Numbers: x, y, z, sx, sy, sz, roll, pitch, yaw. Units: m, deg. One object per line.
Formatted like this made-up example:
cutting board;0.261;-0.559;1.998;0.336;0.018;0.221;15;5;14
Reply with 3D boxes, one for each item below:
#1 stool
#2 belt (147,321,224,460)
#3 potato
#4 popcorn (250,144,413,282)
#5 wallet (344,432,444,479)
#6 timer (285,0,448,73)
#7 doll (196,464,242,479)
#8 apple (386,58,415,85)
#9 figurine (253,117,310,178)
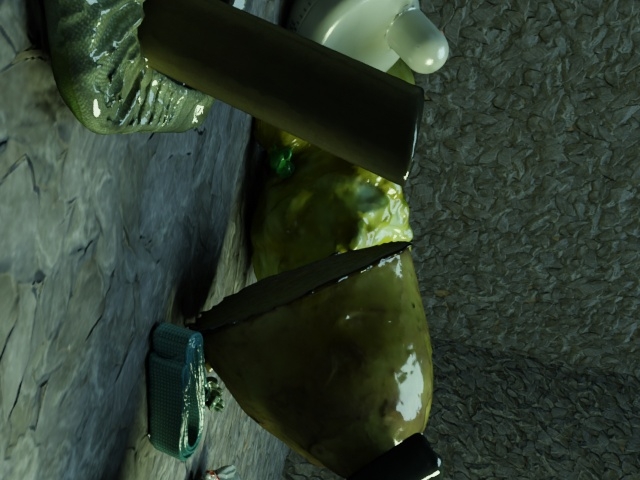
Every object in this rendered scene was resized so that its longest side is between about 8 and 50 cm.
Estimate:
stool;-0.020;-0.212;0.503;0.310;0.226;0.310;-68;168;-78
belt;-0.148;0.155;0.785;0.100;0.065;0.179;-58;161;-51
potato;0.010;0.158;0.868;0.289;0.301;0.237;-97;166;-84
popcorn;-0.007;0.000;1.160;0.293;0.292;0.334;3;106;-60
wallet;-0.063;0.340;0.672;0.406;0.062;0.228;-30;153;-23
timer;0.067;-0.338;1.178;0.240;0.233;0.233;54;-19;24
doll;-0.164;0.389;1.101;0.094;0.079;0.180;-64;160;-10
apple;0.060;-0.273;1.415;0.262;0.262;0.262;10;90;-86
figurine;-0.049;-0.178;1.053;0.115;0.095;0.156;117;-17;-62
